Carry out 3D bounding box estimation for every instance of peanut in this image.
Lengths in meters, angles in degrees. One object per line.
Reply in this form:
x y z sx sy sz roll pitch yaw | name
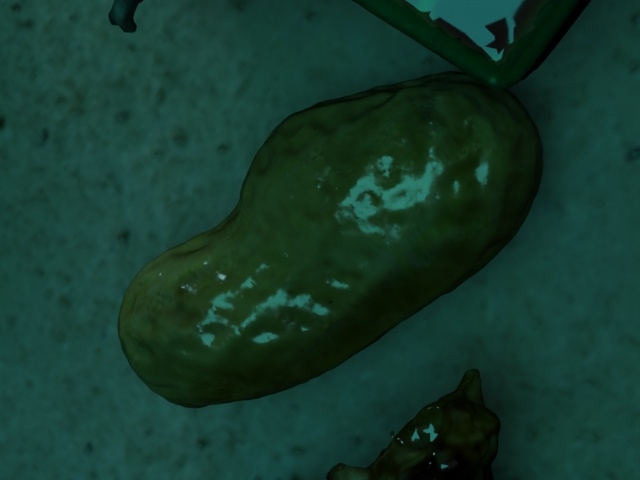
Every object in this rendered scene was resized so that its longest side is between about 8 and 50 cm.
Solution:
0.000 0.000 0.803 0.226 0.095 0.108 -37 101 19 | peanut

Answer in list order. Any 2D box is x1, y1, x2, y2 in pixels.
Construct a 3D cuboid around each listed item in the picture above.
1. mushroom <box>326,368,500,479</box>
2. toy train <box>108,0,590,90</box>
0.106 0.305 0.775 0.334 0.356 0.331 31 106 -30 | mushroom
0.063 -0.241 0.715 0.249 0.178 0.429 35 106 -2 | toy train
